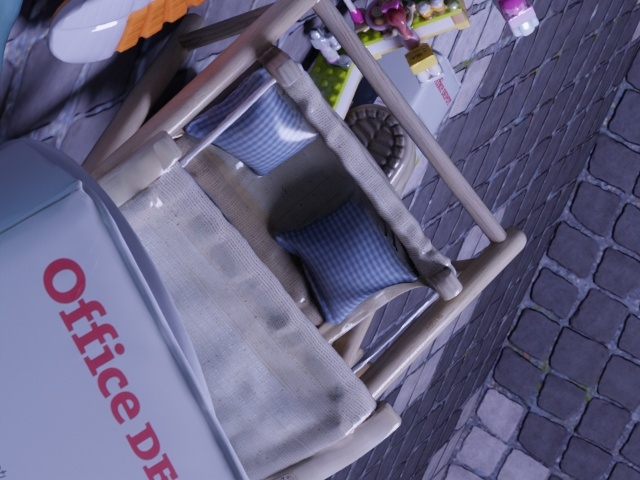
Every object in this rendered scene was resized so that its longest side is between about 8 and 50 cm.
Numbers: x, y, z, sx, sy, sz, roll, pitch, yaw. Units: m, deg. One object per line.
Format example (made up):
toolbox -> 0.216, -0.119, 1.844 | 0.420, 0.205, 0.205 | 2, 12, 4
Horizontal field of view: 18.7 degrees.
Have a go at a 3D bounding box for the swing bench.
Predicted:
swing bench -> -0.040, 0.003, 1.303 | 0.165, 0.253, 0.254 | -11, -146, 51

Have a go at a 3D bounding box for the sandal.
sandal -> -0.083, -0.196, 1.217 | 0.265, 0.076, 0.102 | -35, 174, -34

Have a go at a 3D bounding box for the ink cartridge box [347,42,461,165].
ink cartridge box -> 0.052, -0.100, 1.828 | 0.175, 0.072, 0.127 | -60, 164, -4

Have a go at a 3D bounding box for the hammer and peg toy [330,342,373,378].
hammer and peg toy -> -0.079, 0.229, 1.901 | 0.361, 0.127, 0.266 | -60, 167, -4

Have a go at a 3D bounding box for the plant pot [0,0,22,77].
plant pot -> -0.236, -0.031, 0.713 | 0.271, 0.272, 0.255 | 90, 18, -60

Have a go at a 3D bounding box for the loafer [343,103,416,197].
loafer -> 0.000, 0.000, 1.711 | 0.268, 0.102, 0.092 | -49, 158, 15

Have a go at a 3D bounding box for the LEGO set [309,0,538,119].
LEGO set -> 0.032, -0.158, 1.615 | 0.287, 0.132, 0.107 | -38, 146, 1

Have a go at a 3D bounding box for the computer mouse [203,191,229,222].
computer mouse -> -0.111, 0.016, 1.455 | 0.188, 0.072, 0.272 | -73, -173, -84

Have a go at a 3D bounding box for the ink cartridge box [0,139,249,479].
ink cartridge box -> -0.207, 0.127, 0.907 | 0.307, 0.129, 0.223 | -31, 113, -13

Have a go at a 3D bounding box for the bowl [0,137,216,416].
bowl -> -0.185, 0.099, 1.126 | 0.134, 0.298, 0.298 | -21, 145, -28
